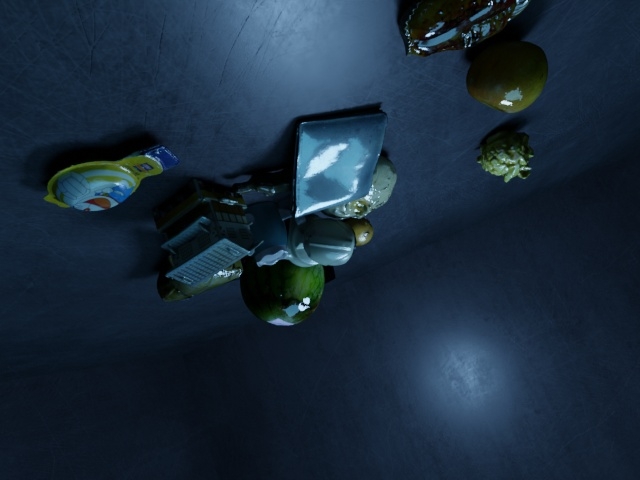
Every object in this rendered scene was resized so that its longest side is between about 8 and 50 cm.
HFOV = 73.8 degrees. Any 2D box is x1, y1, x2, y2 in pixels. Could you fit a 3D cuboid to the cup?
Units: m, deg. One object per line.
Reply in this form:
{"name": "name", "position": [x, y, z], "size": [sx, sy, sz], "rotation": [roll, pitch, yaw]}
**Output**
{"name": "cup", "position": [-0.183, -0.014, 1.392], "size": [0.299, 0.173, 0.167], "rotation": [-25, 163, 13]}

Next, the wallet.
{"name": "wallet", "position": [0.041, -0.197, 1.131], "size": [0.251, 0.054, 0.291], "rotation": [-18, 141, -24]}

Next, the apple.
{"name": "apple", "position": [0.445, -0.392, 1.013], "size": [0.182, 0.182, 0.155], "rotation": [-4, 127, -49]}

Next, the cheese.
{"name": "cheese", "position": [-0.424, -0.128, 0.866], "size": [0.270, 0.069, 0.177], "rotation": [-23, 165, 2]}

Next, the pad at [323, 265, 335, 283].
{"name": "pad", "position": [-0.017, 0.098, 1.883], "size": [0.159, 0.265, 0.009], "rotation": [-27, 135, 19]}

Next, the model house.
{"name": "model house", "position": [-0.303, -0.016, 1.142], "size": [0.224, 0.216, 0.198], "rotation": [-29, 162, 24]}

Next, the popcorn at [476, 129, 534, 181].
{"name": "popcorn", "position": [0.696, -0.315, 1.585], "size": [0.187, 0.186, 0.167], "rotation": [10, 134, -9]}

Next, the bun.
{"name": "bun", "position": [0.124, -0.157, 1.391], "size": [0.286, 0.146, 0.287], "rotation": [-23, 164, -7]}

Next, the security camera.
{"name": "security camera", "position": [0.000, 0.000, 1.449], "size": [0.191, 0.197, 0.277], "rotation": [12, 176, -29]}

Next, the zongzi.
{"name": "zongzi", "position": [-0.477, 0.110, 1.408], "size": [0.322, 0.160, 0.360], "rotation": [-27, 168, 18]}

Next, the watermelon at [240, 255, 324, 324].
{"name": "watermelon", "position": [-0.150, 0.154, 1.688], "size": [0.362, 0.364, 0.363], "rotation": [-21, 165, -6]}

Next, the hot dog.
{"name": "hot dog", "position": [0.274, -0.427, 0.810], "size": [0.270, 0.082, 0.163], "rotation": [-22, 166, -6]}

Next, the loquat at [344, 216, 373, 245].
{"name": "loquat", "position": [0.160, -0.043, 1.849], "size": [0.140, 0.141, 0.141], "rotation": [-21, 165, -6]}

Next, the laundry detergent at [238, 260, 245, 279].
{"name": "laundry detergent", "position": [-0.381, 0.127, 1.720], "size": [0.143, 0.094, 0.289], "rotation": [-17, 170, 22]}

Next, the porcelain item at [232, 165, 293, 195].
{"name": "porcelain item", "position": [-0.130, -0.156, 1.159], "size": [0.215, 0.081, 0.069], "rotation": [-16, 149, -22]}
